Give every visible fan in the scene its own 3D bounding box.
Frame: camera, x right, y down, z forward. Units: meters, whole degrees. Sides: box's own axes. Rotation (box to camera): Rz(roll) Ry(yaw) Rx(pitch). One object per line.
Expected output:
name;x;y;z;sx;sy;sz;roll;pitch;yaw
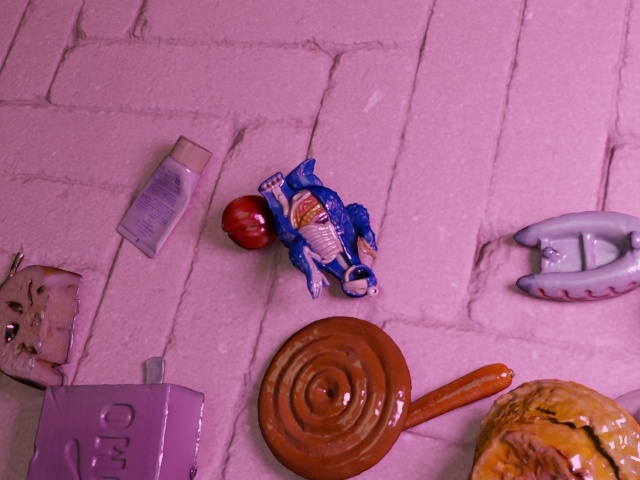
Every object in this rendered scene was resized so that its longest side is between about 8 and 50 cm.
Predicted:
fan;-0.281;0.291;1.273;0.038;0.016;0.193;-12;64;17

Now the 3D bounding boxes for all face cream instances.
face cream;-0.290;-0.085;1.416;0.114;0.070;0.224;34;96;30

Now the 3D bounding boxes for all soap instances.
soap;-0.335;0.378;1.194;0.286;0.107;0.296;-9;65;28

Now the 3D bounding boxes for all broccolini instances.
broccolini;-0.620;0.089;1.488;0.035;0.030;0.139;-18;51;55

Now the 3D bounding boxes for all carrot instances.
carrot;0.167;0.240;1.103;0.248;0.043;0.043;-27;62;11

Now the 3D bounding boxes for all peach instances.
peach;-0.115;-0.034;1.299;0.101;0.101;0.100;-8;66;18

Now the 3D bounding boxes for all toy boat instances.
toy boat;0.385;0.018;1.090;0.208;0.079;0.134;-4;65;22

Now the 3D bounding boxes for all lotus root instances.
lotus root;-0.513;0.159;1.359;0.138;0.119;0.234;-11;68;17

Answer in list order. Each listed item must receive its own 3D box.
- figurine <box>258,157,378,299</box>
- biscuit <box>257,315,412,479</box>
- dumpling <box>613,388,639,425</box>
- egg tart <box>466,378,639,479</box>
figurine;0.003;-0.007;1.236;0.164;0.120;0.262;-15;67;-25
biscuit;0.013;0.233;1.148;0.262;0.037;0.261;-14;59;24
dumpling;0.459;0.250;0.936;0.250;0.132;0.162;-31;69;25
egg tart;0.278;0.316;0.931;0.294;0.123;0.293;-13;71;44
